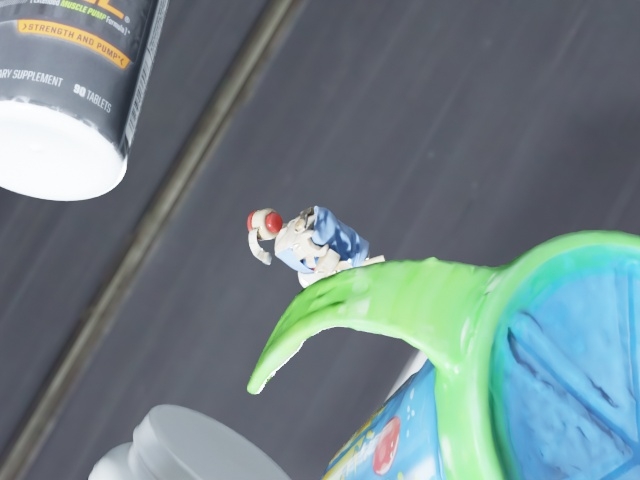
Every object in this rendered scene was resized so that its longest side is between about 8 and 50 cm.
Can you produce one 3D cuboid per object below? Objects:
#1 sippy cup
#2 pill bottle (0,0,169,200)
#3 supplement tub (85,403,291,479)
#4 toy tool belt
[{"bbox_3d":[0.113,0.143,0.936,0.224,0.240,0.305,-39,73,49],"label":"sippy cup"},{"bbox_3d":[-0.180,-0.163,1.277,0.130,0.245,0.130,8,152,4],"label":"pill bottle"},{"bbox_3d":[-0.155,0.302,1.557,0.191,0.272,0.191,33,-169,-7],"label":"supplement tub"},{"bbox_3d":[0.000,0.000,1.092,0.051,0.052,0.083,-11,147,41],"label":"toy tool belt"}]
